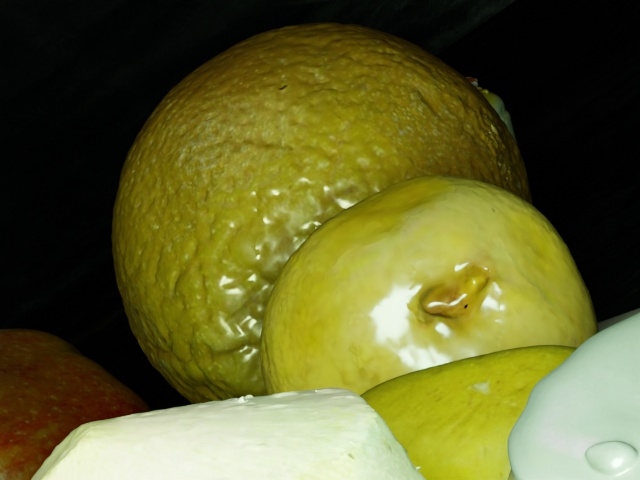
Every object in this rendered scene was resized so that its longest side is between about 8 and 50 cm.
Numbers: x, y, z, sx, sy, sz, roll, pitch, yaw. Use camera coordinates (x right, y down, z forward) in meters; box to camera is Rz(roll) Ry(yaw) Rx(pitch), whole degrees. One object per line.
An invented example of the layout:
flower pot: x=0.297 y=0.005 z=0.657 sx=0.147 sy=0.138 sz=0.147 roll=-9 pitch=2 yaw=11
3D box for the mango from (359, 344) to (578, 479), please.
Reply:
mango: x=0.090 y=0.117 z=0.992 sx=0.195 sy=0.098 sz=0.137 roll=4 pitch=47 yaw=39

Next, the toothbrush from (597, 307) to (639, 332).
toothbrush: x=0.189 y=0.062 z=1.287 sx=0.194 sy=0.017 sz=0.014 roll=-23 pitch=21 yaw=47

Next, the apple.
apple: x=-0.271 y=0.216 z=1.439 sx=0.288 sy=0.288 sz=0.317 roll=-29 pitch=-1 yaw=41

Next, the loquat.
loquat: x=0.069 y=0.062 z=1.152 sx=0.208 sy=0.208 sz=0.208 roll=-35 pitch=9 yaw=6

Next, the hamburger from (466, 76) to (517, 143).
hamburger: x=0.090 y=-0.068 z=1.939 sx=0.227 sy=0.151 sz=0.295 roll=-41 pitch=11 yaw=-10

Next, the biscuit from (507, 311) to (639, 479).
biscuit: x=0.188 y=0.081 z=0.844 sx=0.181 sy=0.049 sz=0.208 roll=-38 pitch=31 yaw=-25

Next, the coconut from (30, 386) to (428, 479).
coconut: x=-0.032 y=0.179 z=0.779 sx=0.233 sy=0.245 sz=0.233 roll=-36 pitch=6 yaw=4

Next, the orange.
orange: x=0.000 y=0.000 z=1.418 sx=0.322 sy=0.322 sz=0.357 roll=-33 pitch=19 yaw=19
